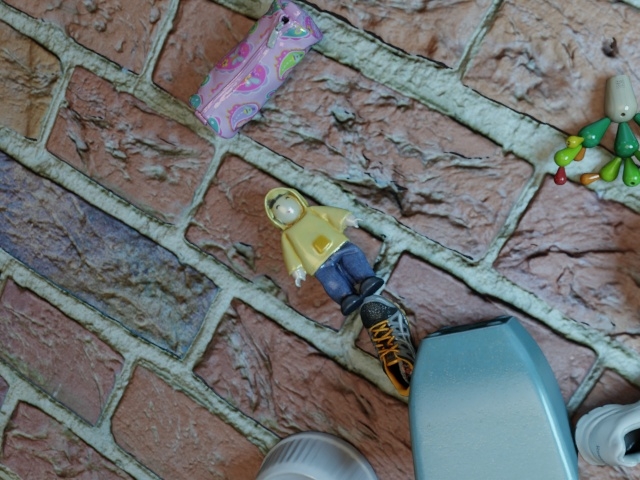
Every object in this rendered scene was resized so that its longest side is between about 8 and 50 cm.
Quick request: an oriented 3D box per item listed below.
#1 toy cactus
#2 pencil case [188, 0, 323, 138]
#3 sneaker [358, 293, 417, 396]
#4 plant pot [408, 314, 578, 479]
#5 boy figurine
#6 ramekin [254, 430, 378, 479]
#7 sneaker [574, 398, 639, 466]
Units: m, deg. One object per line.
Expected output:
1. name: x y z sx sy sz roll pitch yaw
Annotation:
1. toy cactus: 0.484 -0.176 1.034 0.219 0.112 0.180 -7 86 29
2. pencil case: -0.124 -0.326 1.210 0.284 0.124 0.124 -42 83 21
3. sneaker: 0.136 0.197 1.213 0.084 0.083 0.214 -34 84 23
4. plant pot: 0.282 0.266 1.095 0.247 0.248 0.252 -14 84 21
5. boy figurine: 0.000 0.000 1.218 0.177 0.092 0.285 -40 75 4
6. ramekin: -0.023 0.536 1.295 0.273 0.127 0.272 3 99 20
7. sneaker: 0.558 0.277 1.019 0.297 0.129 0.111 -33 89 -6
